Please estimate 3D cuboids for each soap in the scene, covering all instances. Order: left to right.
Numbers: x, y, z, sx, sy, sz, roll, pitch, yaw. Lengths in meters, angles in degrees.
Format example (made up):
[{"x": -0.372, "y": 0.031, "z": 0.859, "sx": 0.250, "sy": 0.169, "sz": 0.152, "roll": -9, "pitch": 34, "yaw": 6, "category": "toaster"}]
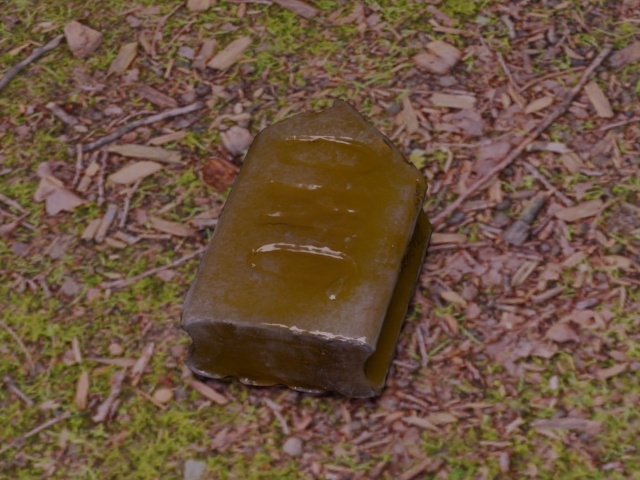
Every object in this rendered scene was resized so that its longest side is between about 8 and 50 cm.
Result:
[{"x": 0.000, "y": 0.000, "z": 1.516, "sx": 0.160, "sy": 0.080, "sz": 0.257, "roll": 7, "pitch": 48, "yaw": 13, "category": "soap"}]
